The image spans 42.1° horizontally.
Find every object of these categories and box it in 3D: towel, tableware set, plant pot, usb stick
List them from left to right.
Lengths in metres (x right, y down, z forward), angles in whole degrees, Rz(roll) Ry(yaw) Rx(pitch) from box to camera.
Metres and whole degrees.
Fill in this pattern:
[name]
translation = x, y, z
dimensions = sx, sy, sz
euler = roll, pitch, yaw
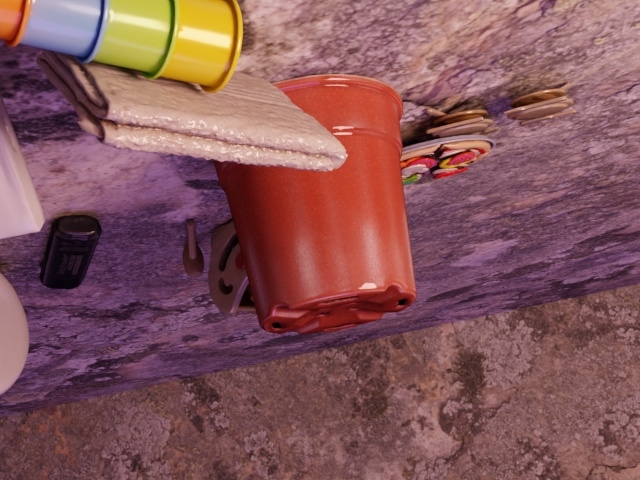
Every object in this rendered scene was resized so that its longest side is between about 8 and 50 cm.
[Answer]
[usb stick]
translation = -0.414, 0.023, 1.365
dimensions = 0.077, 0.045, 0.278
euler = 4, 159, -21
[towel]
translation = -0.125, -0.132, 0.830
dimensions = 0.282, 0.187, 0.049
euler = 4, 120, -38
[plant pot]
translation = -0.001, -0.030, 1.071
dimensions = 0.272, 0.265, 0.272
euler = -9, 163, -3
[tableware set]
translation = 0.243, -0.179, 1.133
dimensions = 0.194, 0.039, 0.128
euler = -11, 176, 22

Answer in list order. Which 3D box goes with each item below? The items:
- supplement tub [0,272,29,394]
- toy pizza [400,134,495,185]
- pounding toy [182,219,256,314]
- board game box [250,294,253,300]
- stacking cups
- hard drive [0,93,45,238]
[supplement tub]
translation = -0.681, 0.176, 1.357
dimensions = 0.331, 0.241, 0.241
euler = -16, 162, 18
[toy pizza]
translation = 0.164, -0.114, 1.246
dimensions = 0.201, 0.032, 0.201
euler = -11, 173, -1
[pounding toy]
translation = -0.142, 0.039, 1.393
dimensions = 0.155, 0.154, 0.269
euler = 7, 155, -46
[board game box]
translation = 0.000, 0.000, 1.309
dimensions = 0.124, 0.039, 0.259
euler = 13, 111, -49
[stacking cups]
translation = -0.226, -0.191, 0.706
dimensions = 0.316, 0.096, 0.096
euler = 2, 159, -33
[hard drive]
translation = -0.455, -0.073, 0.815
dimensions = 0.307, 0.203, 0.040
euler = -11, -154, 1
